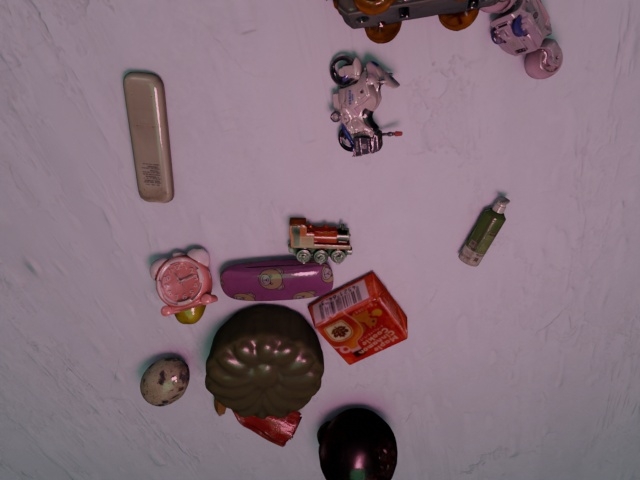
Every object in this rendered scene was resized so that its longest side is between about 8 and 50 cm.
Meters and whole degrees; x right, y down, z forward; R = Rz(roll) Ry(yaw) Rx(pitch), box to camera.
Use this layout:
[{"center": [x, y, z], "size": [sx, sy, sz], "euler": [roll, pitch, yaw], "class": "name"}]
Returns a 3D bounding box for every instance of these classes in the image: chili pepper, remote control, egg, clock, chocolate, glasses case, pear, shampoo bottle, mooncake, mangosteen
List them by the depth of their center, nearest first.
[{"center": [-0.396, -0.225, 0.947], "size": [0.090, 0.038, 0.309], "euler": [3, 121, -4], "class": "remote control"}, {"center": [0.444, -0.026, 1.097], "size": [0.065, 0.065, 0.204], "euler": [13, 121, -11], "class": "shampoo bottle"}, {"center": [-0.369, 0.109, 1.110], "size": [0.166, 0.093, 0.162], "euler": [-16, 84, 1], "class": "clock"}, {"center": [-0.121, 0.113, 1.146], "size": [0.316, 0.076, 0.123], "euler": [-3, 132, 2], "class": "glasses case"}, {"center": [-0.376, 0.195, 1.189], "size": [0.097, 0.092, 0.092], "euler": [-28, 121, -4], "class": "pear"}, {"center": [0.120, 0.245, 1.228], "size": [0.237, 0.108, 0.235], "euler": [-29, 121, 13], "class": "chocolate"}, {"center": [-0.167, 0.379, 1.248], "size": [0.356, 0.194, 0.356], "euler": [-1, 123, -2], "class": "mooncake"}, {"center": [-0.491, 0.447, 1.304], "size": [0.141, 0.141, 0.182], "euler": [38, 114, -23], "class": "egg"}, {"center": [0.119, 0.740, 1.454], "size": [0.297, 0.313, 0.297], "euler": [-16, 117, -35], "class": "mangosteen"}, {"center": [-0.204, 0.648, 1.478], "size": [0.253, 0.136, 0.144], "euler": [21, 164, -4], "class": "chili pepper"}]

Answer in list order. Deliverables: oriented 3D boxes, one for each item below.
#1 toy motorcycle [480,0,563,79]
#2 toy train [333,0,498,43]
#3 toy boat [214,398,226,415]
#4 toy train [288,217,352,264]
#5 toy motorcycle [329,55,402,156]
[{"center": [0.412, -0.441, 0.826], "size": [0.254, 0.112, 0.112], "euler": [38, 113, -21], "class": "toy motorcycle"}, {"center": [0.185, -0.498, 0.710], "size": [0.369, 0.163, 0.231], "euler": [-2, 93, 14], "class": "toy train"}, {"center": [-0.352, 0.554, 1.434], "size": [0.047, 0.049, 0.149], "euler": [-8, 126, -34], "class": "toy boat"}, {"center": [0.000, 0.000, 1.090], "size": [0.176, 0.074, 0.118], "euler": [1, 119, -1], "class": "toy train"}, {"center": [0.100, -0.292, 0.900], "size": [0.150, 0.102, 0.221], "euler": [3, 121, 20], "class": "toy motorcycle"}]
